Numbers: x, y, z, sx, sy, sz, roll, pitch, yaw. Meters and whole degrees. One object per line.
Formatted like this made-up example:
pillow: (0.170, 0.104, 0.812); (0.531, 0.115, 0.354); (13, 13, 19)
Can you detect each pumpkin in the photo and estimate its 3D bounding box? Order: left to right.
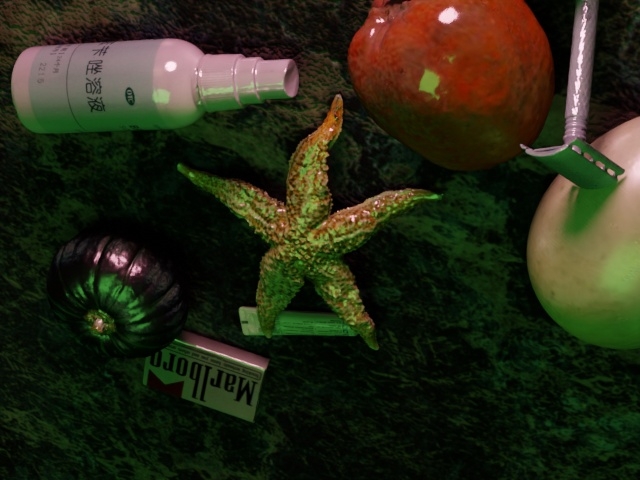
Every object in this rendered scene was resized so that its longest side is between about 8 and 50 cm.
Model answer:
pumpkin: (-0.280, 0.076, 1.817); (0.202, 0.140, 0.202); (12, 129, 15)

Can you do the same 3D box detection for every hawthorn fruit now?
hawthorn fruit: (0.162, -0.177, 1.439); (0.210, 0.210, 0.262); (-27, 131, 33)

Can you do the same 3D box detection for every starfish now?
starfish: (0.000, 0.003, 1.695); (0.347, 0.078, 0.358); (-27, 107, 28)

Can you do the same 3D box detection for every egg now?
egg: (0.354, -0.017, 1.470); (0.218, 0.218, 0.295); (25, 119, 0)

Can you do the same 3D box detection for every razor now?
razor: (0.273, -0.178, 1.388); (0.068, 0.232, 0.106); (-6, 159, 40)

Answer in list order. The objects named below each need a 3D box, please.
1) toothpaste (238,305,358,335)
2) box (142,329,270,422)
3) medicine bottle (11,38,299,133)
toothpaste: (-0.020, 0.114, 1.825); (0.197, 0.029, 0.048); (1, 120, 21)
box: (-0.167, 0.191, 1.930); (0.177, 0.036, 0.115); (19, 130, 5)
medicine bottle: (-0.198, -0.189, 1.603); (0.352, 0.110, 0.110); (0, 126, 20)
